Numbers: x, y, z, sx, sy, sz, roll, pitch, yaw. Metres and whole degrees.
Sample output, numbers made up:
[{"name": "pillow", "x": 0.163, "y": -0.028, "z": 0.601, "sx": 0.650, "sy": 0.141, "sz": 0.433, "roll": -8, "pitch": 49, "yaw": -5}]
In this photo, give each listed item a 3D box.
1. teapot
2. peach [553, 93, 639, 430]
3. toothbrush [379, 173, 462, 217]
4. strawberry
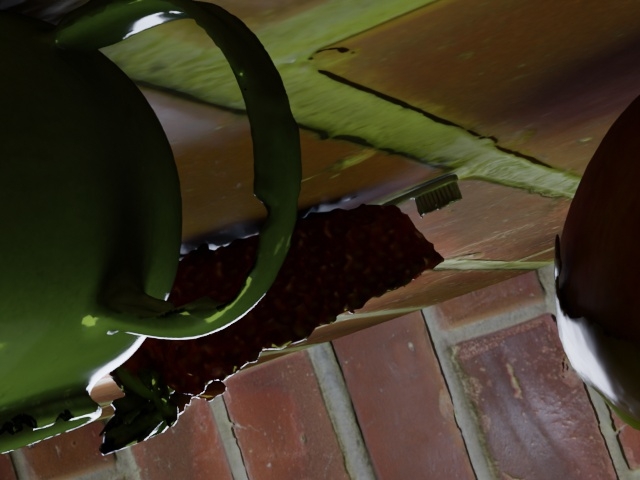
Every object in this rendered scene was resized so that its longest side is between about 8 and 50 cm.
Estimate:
[{"name": "teapot", "x": -0.134, "y": 0.013, "z": 0.403, "sx": 0.294, "sy": 0.129, "sz": 0.193, "roll": -21, "pitch": 173, "yaw": 25}, {"name": "peach", "x": 0.331, "y": 0.014, "z": 0.807, "sx": 0.370, "sy": 0.370, "sz": 0.370, "roll": -18, "pitch": 173, "yaw": -2}, {"name": "toothbrush", "x": 0.000, "y": 0.000, "z": 1.051, "sx": 0.257, "sy": 0.024, "sz": 0.018, "roll": -21, "pitch": 172, "yaw": 28}, {"name": "strawberry", "x": -0.058, "y": 0.047, "z": 0.972, "sx": 0.286, "sy": 0.106, "sz": 0.188, "roll": -30, "pitch": 178, "yaw": -4}]
